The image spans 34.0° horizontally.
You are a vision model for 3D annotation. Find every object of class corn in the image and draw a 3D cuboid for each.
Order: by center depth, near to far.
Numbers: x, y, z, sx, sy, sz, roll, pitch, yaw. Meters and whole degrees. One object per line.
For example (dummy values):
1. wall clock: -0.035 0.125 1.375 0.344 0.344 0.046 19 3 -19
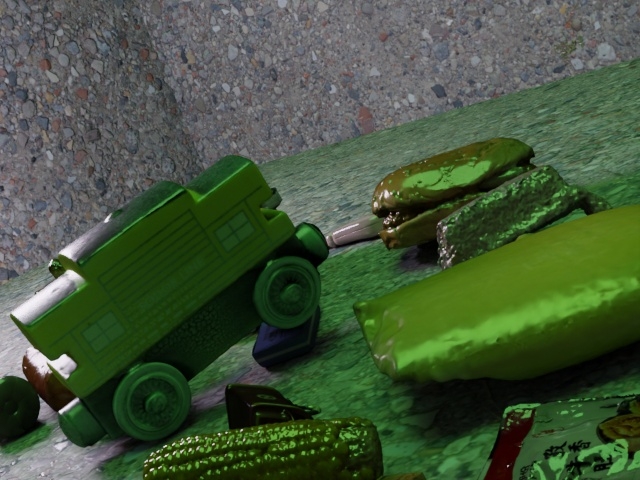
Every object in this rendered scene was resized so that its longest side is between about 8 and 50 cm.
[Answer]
1. corn: -0.064 0.224 1.003 0.261 0.097 0.097 -16 12 20

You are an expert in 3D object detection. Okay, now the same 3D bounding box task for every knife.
1. knife: 0.002 -0.001 2.091 0.336 0.043 0.081 -17 6 33

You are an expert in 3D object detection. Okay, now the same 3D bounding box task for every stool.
1. stool: -0.496 0.260 1.647 0.096 0.096 0.110 -26 6 -23

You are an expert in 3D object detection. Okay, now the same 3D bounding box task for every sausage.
1. sausage: -0.402 0.220 1.625 0.076 0.103 0.302 -38 15 -20

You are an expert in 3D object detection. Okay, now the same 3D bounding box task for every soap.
1. soap: 0.254 0.058 1.142 0.427 0.115 0.306 -20 7 2

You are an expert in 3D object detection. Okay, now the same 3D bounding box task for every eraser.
1. eraser: -0.047 0.133 1.551 0.082 0.036 0.225 -22 11 8

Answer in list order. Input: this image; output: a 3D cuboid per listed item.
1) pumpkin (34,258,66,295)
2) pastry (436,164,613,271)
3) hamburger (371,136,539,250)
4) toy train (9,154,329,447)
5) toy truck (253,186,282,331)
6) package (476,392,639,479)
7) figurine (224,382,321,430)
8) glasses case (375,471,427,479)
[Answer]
1. pumpkin: -0.373 0.124 1.723 0.139 0.222 0.317 -25 12 -20
2. pastry: 0.289 -0.039 1.546 0.265 0.112 0.103 -19 -2 3
3. hamburger: 0.225 -0.081 1.729 0.283 0.145 0.259 -13 0 9
4. toy train: -0.199 0.071 1.408 0.442 0.272 0.179 -38 19 -18
5. toy truck: -0.135 0.040 1.828 0.207 0.173 0.387 -27 8 5
6. package: 0.244 0.169 0.851 0.239 0.030 0.154 -14 15 31
7. figurine: -0.040 0.204 1.138 0.098 0.082 0.154 -5 5 -20
8. glasses case: 0.017 0.252 0.859 0.170 0.041 0.064 -30 3 -34
